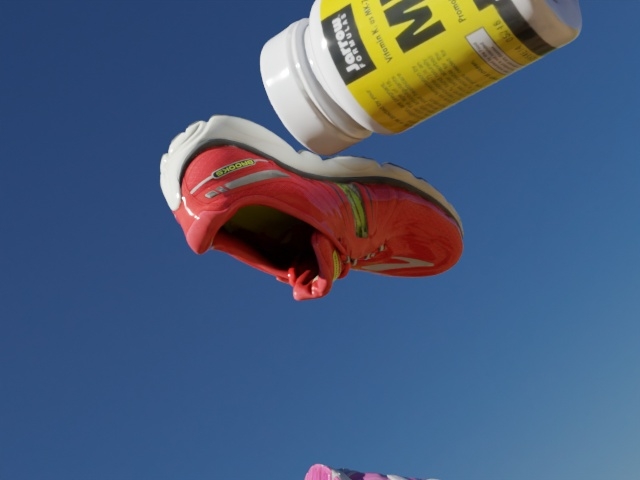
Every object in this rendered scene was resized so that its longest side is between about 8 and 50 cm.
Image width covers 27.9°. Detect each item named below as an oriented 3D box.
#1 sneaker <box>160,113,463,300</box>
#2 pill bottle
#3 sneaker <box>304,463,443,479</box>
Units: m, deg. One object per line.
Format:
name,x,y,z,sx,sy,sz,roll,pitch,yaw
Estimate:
sneaker,0.000,0.000,1.004,0.279,0.118,0.107,13,-48,-32
pill bottle,0.068,-0.148,0.915,0.208,0.119,0.119,-27,-14,28
sneaker,0.067,0.264,1.175,0.111,0.103,0.252,12,-8,-31
